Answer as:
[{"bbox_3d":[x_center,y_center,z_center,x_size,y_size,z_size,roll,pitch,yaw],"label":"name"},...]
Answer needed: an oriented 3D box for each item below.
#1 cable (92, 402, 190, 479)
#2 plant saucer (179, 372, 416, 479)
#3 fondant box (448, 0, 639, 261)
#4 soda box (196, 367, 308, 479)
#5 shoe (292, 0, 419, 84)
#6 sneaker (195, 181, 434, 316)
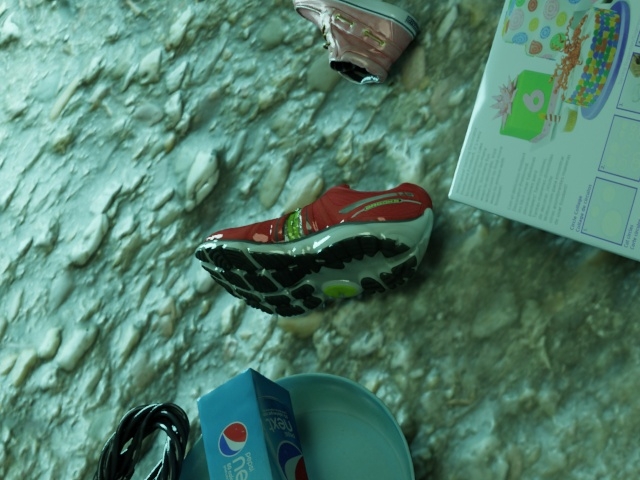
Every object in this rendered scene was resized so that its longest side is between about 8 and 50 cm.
[{"bbox_3d":[-0.193,0.249,1.863,0.184,0.047,0.150,-57,23,8],"label":"cable"},{"bbox_3d":[-0.031,0.282,1.746,0.317,0.044,0.317,-21,53,31],"label":"plant saucer"},{"bbox_3d":[0.278,-0.108,1.611,0.330,0.096,0.238,21,97,51],"label":"fondant box"},{"bbox_3d":[-0.056,0.231,1.720,0.071,0.067,0.210,-32,49,21],"label":"soda box"},{"bbox_3d":[0.021,-0.225,1.989,0.178,0.063,0.081,21,75,41],"label":"shoe"},{"bbox_3d":[0.000,0.000,1.870,0.279,0.107,0.118,-7,43,34],"label":"sneaker"}]
